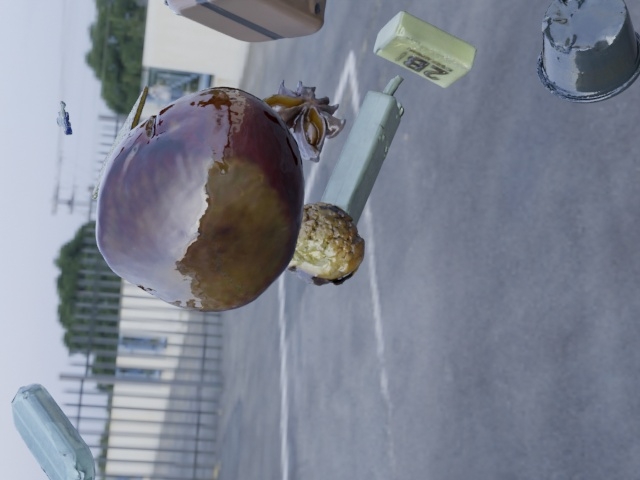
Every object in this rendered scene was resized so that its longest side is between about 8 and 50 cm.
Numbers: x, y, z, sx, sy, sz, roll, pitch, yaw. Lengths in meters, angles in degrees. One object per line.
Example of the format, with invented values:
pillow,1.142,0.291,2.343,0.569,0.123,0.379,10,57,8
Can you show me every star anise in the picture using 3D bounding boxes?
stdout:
star anise,-0.062,-0.147,1.379,0.227,0.148,0.218,114,152,-54

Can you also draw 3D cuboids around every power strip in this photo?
power strip,0.077,-0.149,1.568,0.093,0.053,0.287,65,-135,-64

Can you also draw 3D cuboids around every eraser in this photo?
eraser,0.201,-0.368,1.842,0.117,0.172,0.058,-27,43,66

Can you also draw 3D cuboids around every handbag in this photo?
handbag,-0.159,-0.463,1.744,0.302,0.283,0.149,4,-93,-60

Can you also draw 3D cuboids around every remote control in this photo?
remote control,-0.476,0.351,1.678,0.247,0.052,0.104,41,120,33

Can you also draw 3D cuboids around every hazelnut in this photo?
hazelnut,-0.115,-0.050,0.981,0.229,0.230,0.229,-174,90,-79

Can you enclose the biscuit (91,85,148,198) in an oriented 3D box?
biscuit,-0.395,-0.187,1.864,0.231,0.016,0.139,-47,26,43

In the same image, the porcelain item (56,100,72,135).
porcelain item,-0.639,-0.311,2.360,0.136,0.021,0.075,-142,47,-60

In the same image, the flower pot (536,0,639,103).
flower pot,0.388,-0.292,1.375,0.107,0.158,0.157,58,-154,-55

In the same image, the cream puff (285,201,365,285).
cream puff,0.000,0.000,1.323,0.104,0.133,0.119,-49,41,35
